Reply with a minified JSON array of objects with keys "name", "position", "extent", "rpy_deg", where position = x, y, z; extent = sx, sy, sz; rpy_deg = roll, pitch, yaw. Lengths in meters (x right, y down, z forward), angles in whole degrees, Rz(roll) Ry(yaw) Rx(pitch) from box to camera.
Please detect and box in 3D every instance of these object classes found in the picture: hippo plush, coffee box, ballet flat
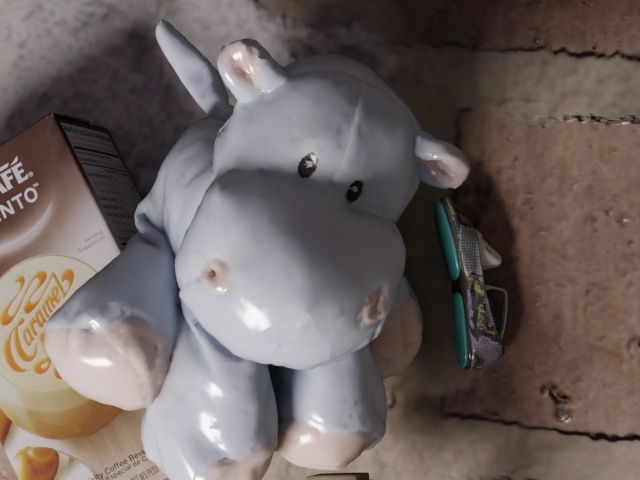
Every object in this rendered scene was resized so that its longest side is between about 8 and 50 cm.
[{"name":"hippo plush","position":[0.000,0.000,0.941],"extent":[0.234,0.236,0.294],"rpy_deg":[27,64,-18]},{"name":"coffee box","position":[-0.164,0.057,1.085],"extent":[0.141,0.098,0.247],"rpy_deg":[-30,81,12]},{"name":"ballet flat","position":[0.101,0.027,1.048],"extent":[0.041,0.041,0.114],"rpy_deg":[-10,86,15]}]

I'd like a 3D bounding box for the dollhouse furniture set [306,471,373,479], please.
[{"name":"dollhouse furniture set","position":[-0.014,0.221,1.013],"extent":[0.123,0.151,0.144],"rpy_deg":[-4,86,16]}]
